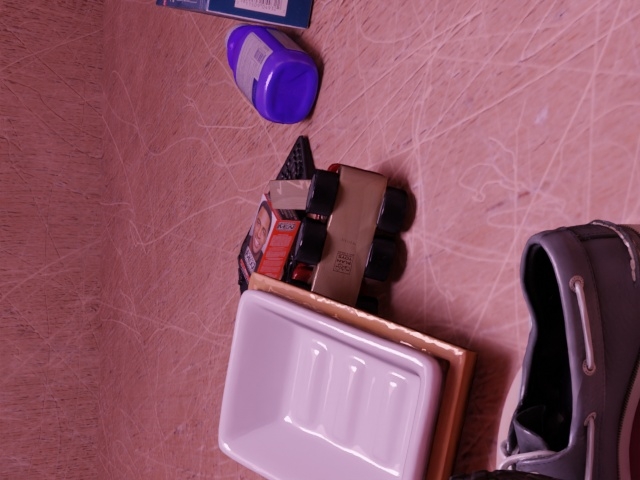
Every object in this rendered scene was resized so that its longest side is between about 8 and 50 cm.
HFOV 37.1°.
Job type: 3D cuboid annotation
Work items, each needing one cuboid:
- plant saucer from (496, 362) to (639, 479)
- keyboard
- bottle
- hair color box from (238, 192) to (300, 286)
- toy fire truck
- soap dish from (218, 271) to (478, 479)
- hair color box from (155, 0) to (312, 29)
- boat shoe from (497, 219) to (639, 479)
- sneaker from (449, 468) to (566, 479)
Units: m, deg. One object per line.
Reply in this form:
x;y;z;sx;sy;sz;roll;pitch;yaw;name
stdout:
0.240;0.188;0.735;0.332;0.084;0.332;-176;90;-66;plant saucer
-0.073;0.000;1.534;0.317;0.033;0.201;120;145;-45;keyboard
-0.089;-0.284;1.546;0.283;0.092;0.118;-127;48;-57;bottle
-0.080;0.005;1.459;0.072;0.043;0.141;61;138;47;hair color box
0.000;0.000;1.264;0.246;0.158;0.217;-114;37;-80;toy fire truck
0.029;0.179;1.051;0.291;0.118;0.229;18;104;36;soap dish
-0.152;-0.430;1.615;0.347;0.174;0.105;-148;66;-63;hair color box
0.164;0.139;0.689;0.116;0.099;0.319;-146;64;-63;boat shoe
0.135;0.268;0.484;0.343;0.134;0.146;-110;32;-45;sneaker
